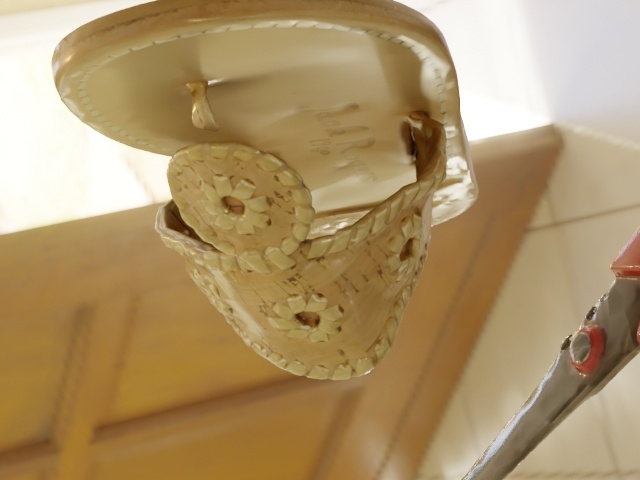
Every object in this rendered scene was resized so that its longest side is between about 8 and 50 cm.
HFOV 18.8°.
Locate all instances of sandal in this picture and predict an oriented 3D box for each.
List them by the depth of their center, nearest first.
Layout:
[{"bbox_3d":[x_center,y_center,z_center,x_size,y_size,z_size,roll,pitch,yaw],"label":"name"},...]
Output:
[{"bbox_3d":[0.006,-0.002,0.520,0.240,0.088,0.079,25,-128,-74],"label":"sandal"}]

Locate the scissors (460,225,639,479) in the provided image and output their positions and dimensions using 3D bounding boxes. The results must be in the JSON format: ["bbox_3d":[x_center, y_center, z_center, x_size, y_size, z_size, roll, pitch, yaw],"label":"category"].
[{"bbox_3d":[0.101,0.018,0.636,0.297,0.021,0.109,-42,47,47],"label":"scissors"}]
